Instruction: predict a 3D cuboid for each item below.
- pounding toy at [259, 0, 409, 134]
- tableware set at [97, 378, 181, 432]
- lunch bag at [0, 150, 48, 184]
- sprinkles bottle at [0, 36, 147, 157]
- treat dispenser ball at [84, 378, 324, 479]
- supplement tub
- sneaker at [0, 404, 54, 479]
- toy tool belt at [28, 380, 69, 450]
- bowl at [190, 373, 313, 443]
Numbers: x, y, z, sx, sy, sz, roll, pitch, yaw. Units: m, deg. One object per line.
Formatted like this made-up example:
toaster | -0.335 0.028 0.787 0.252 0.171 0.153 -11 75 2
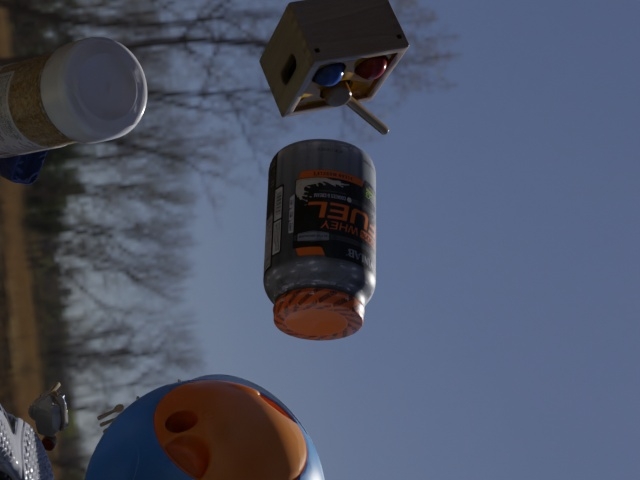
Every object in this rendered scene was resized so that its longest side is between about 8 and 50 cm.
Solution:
pounding toy | 0.021 -0.174 1.309 0.100 0.130 0.141 68 -27 18
tableware set | -0.267 0.293 1.996 0.024 0.154 0.104 20 -49 69
lunch bag | -0.440 -0.137 1.836 0.098 0.065 0.067 -66 160 3
sprinkles bottle | -0.363 -0.168 1.589 0.355 0.121 0.121 -4 -85 48
treat dispenser ball | -0.137 0.307 1.502 0.288 0.288 0.288 172 -90 -76
supplement tub | 0.000 0.000 2.185 0.193 0.194 0.316 108 -15 -61
sneaker | -0.482 0.217 1.507 0.137 0.210 0.365 -97 165 -65
toy tool belt | -0.344 0.225 1.632 0.051 0.052 0.083 -63 160 -50
bowl | -0.148 0.357 1.860 0.134 0.298 0.298 -42 -127 40
